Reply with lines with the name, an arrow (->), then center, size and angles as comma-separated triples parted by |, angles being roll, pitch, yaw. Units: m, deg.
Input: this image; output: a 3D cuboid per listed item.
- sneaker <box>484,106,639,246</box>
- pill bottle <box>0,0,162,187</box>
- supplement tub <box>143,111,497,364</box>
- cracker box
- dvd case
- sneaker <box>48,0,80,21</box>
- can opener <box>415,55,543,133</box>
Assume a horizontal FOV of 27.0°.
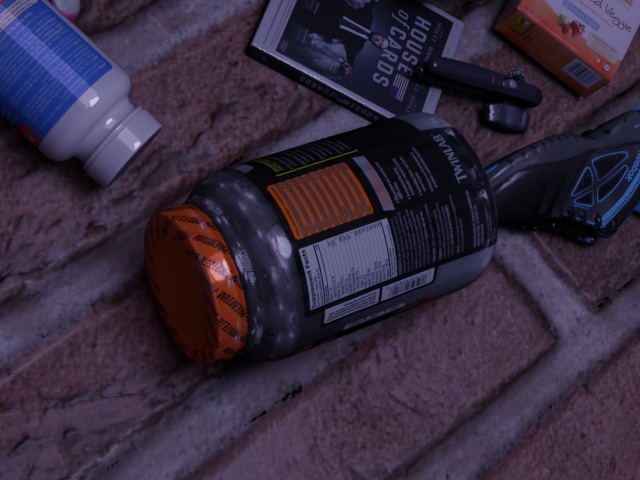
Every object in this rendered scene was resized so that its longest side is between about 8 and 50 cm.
sneaker -> 0.300, -0.057, 1.600 | 0.341, 0.125, 0.140 | -20, 86, -25
pill bottle -> -0.276, -0.161, 1.384 | 0.221, 0.124, 0.124 | 42, 62, -4
supplement tub -> 0.000, 0.000, 1.402 | 0.338, 0.207, 0.207 | -19, 81, -27
cracker box -> 0.341, -0.322, 1.715 | 0.155, 0.067, 0.232 | 35, 63, -11
dvd case -> 0.046, -0.244, 1.606 | 0.238, 0.029, 0.179 | 27, 65, -13
sneaker -> -0.291, -0.356, 1.457 | 0.111, 0.103, 0.252 | -10, 77, -24
can opener -> 0.197, -0.188, 1.616 | 0.186, 0.059, 0.073 | 19, 63, -36
